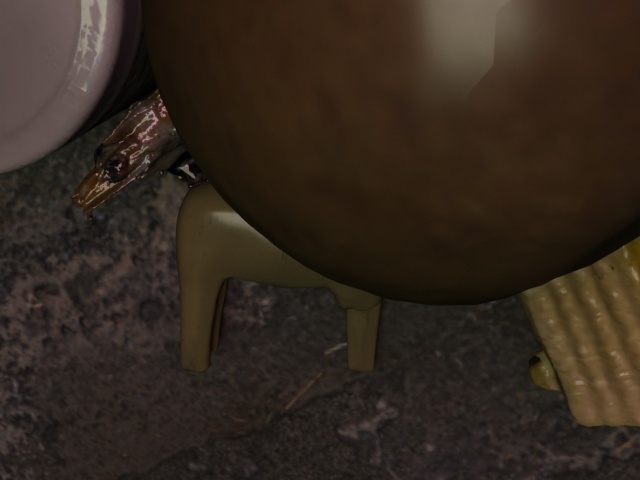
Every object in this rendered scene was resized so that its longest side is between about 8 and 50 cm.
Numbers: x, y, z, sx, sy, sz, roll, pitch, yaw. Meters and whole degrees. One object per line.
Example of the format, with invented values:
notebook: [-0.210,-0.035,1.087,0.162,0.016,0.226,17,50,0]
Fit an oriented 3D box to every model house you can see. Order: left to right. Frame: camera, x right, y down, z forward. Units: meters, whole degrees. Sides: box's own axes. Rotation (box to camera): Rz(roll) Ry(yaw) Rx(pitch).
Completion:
model house: [0.231,0.015,0.682,0.234,0.175,0.193,-24,106,17]

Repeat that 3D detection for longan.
longan: [0.074,-0.135,0.539,0.360,0.361,0.361,5,112,11]

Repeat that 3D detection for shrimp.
shrimp: [-0.079,-0.081,0.718,0.047,0.223,0.126,39,160,30]

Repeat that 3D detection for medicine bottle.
medicine bottle: [-0.199,-0.183,0.672,0.237,0.232,0.238,5,113,12]

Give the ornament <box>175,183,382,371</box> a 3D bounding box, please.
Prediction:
ornament: [0.000,0.000,0.792,0.230,0.061,0.245,7,115,8]
